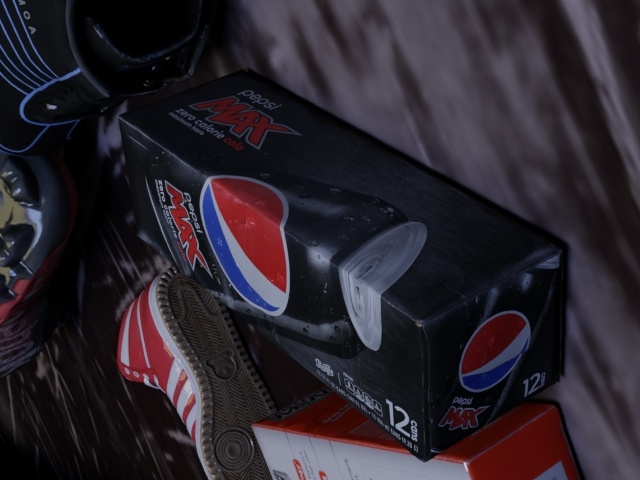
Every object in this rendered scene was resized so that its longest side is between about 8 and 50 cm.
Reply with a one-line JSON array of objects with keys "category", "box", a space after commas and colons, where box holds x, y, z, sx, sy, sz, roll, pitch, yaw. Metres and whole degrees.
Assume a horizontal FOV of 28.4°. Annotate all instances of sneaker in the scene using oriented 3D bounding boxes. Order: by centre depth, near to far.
[{"category": "sneaker", "box": [-0.093, -0.081, 0.488, 0.090, 0.081, 0.232, 61, 151, 16]}, {"category": "sneaker", "box": [-0.058, 0.073, 0.594, 0.067, 0.042, 0.118, -27, 81, 57]}, {"category": "sneaker", "box": [-0.192, 0.017, 0.701, 0.097, 0.135, 0.276, 55, 134, 7]}]

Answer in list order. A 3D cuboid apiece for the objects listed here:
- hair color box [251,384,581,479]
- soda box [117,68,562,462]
[{"category": "hair color box", "box": [0.035, 0.094, 0.456, 0.141, 0.043, 0.072, -4, 109, 58]}, {"category": "soda box", "box": [0.000, 0.000, 0.421, 0.169, 0.060, 0.053, 33, 138, 44]}]
